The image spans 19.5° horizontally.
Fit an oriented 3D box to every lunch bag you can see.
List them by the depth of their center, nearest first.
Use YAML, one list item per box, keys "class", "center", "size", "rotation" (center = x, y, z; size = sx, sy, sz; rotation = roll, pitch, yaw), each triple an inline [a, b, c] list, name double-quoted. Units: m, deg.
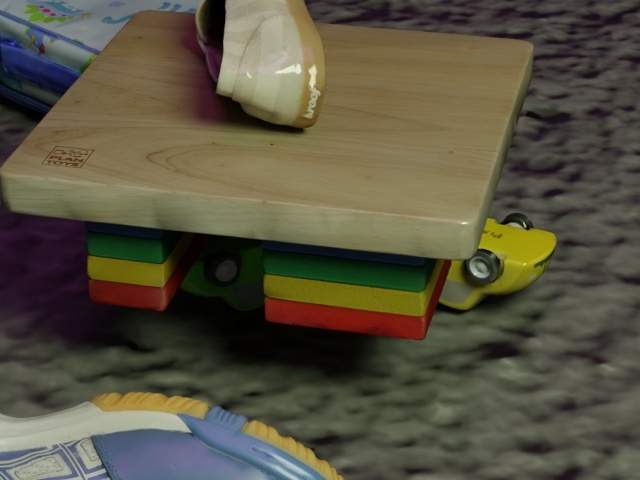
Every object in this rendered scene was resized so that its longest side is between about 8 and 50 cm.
- class: "lunch bag"
  center: [-0.134, -0.139, 1.378]
  size: [0.219, 0.090, 0.176]
  rotation: [23, 35, 35]

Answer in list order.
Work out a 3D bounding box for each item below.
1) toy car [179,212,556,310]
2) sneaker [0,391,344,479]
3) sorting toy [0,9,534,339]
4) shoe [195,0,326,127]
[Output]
- class: "toy car"
  center: [0.000, 0.000, 1.163]
  size: [0.225, 0.053, 0.239]
  rotation: [-15, 31, -26]
- class: "sneaker"
  center: [-0.133, 0.144, 0.868]
  size: [0.296, 0.112, 0.131]
  rotation: [5, 46, 11]
- class: "sorting toy"
  center: [-0.020, -0.041, 1.086]
  size: [0.257, 0.089, 0.255]
  rotation: [6, 28, 11]
- class: "shoe"
  center: [-0.044, -0.134, 1.082]
  size: [0.058, 0.076, 0.219]
  rotation: [0, 29, -12]
